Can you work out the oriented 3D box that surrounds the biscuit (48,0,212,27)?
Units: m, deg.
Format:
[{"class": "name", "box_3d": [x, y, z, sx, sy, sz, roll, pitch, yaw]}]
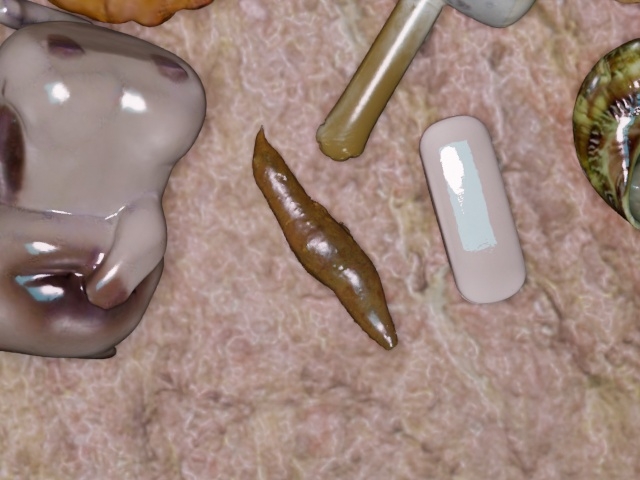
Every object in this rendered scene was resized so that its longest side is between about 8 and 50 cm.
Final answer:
[{"class": "biscuit", "box_3d": [-0.197, -0.373, 1.385, 0.325, 0.107, 0.326, 7, 119, 12]}]

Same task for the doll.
[{"class": "doll", "box_3d": [-0.245, -0.054, 1.406, 0.215, 0.226, 0.370, 5, 93, -36]}]

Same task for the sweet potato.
[{"class": "sweet potato", "box_3d": [0.000, 0.000, 1.489, 0.067, 0.067, 0.274, -34, 91, 4]}]

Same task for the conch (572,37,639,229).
[{"class": "conch", "box_3d": [0.345, -0.125, 1.450, 0.181, 0.124, 0.187, -31, 125, -7]}]

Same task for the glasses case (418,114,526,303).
[{"class": "glasses case", "box_3d": [0.161, -0.032, 1.490, 0.081, 0.051, 0.204, -14, 97, 0]}]

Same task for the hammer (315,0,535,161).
[{"class": "hammer", "box_3d": [0.089, -0.214, 1.446, 0.202, 0.113, 0.305, 28, 101, -1]}]

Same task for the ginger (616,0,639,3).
[{"class": "ginger", "box_3d": [0.336, -0.401, 1.436, 0.236, 0.166, 0.376, -24, 70, 37]}]
